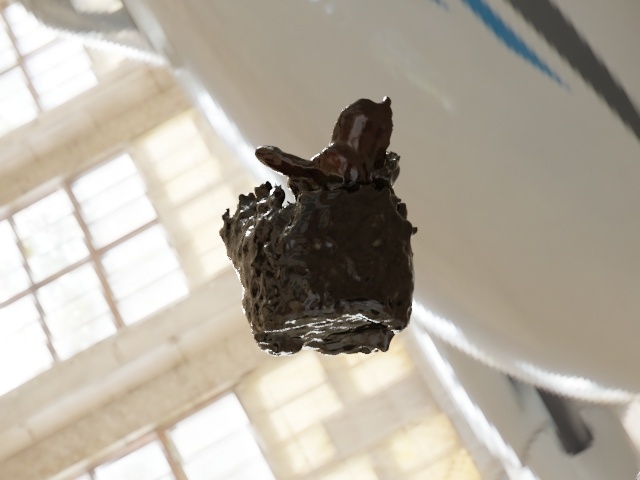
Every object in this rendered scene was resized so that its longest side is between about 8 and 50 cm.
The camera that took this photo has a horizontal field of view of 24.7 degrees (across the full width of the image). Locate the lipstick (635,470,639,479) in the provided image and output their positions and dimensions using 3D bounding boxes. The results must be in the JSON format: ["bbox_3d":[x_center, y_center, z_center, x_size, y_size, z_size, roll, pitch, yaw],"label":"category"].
[{"bbox_3d":[0.338,0.248,1.187,0.274,0.068,0.061,39,170,-35],"label":"lipstick"}]

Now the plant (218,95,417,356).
[{"bbox_3d":[0.000,0.000,1.492,0.204,0.178,0.234,131,134,-64],"label":"plant"}]
